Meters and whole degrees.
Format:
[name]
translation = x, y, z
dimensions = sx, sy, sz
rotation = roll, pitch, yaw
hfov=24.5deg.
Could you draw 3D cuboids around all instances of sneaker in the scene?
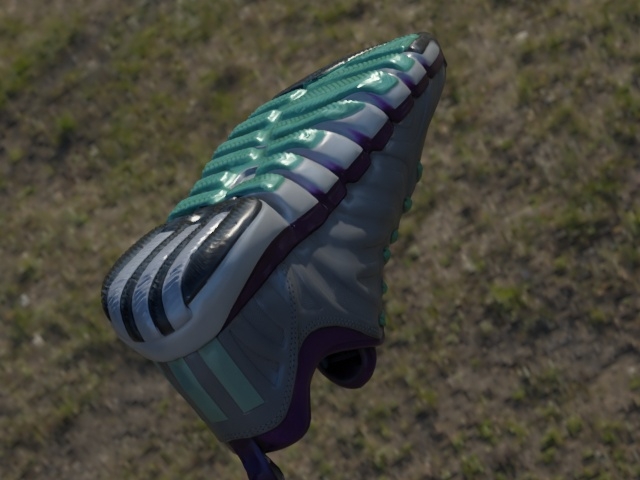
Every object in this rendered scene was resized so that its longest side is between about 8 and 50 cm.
[sneaker]
translation = 0.000, 0.000, 0.594
dimensions = 0.083, 0.098, 0.223
rotation = -13, 25, 40
